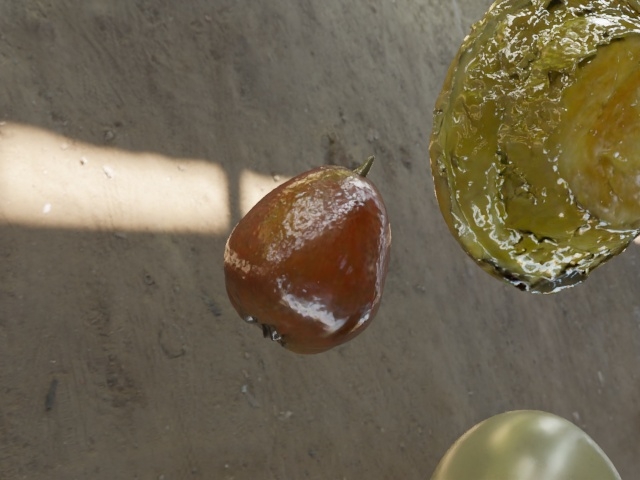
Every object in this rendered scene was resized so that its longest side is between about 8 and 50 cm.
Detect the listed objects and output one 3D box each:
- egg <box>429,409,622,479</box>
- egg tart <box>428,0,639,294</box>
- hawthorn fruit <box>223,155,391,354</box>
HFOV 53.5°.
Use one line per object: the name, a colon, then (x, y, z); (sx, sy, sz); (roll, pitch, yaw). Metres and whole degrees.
egg: (0.204, 0.308, 0.638); (0.219, 0.219, 0.269); (26, 82, -49)
egg tart: (0.267, -0.104, 0.639); (0.341, 0.132, 0.341); (-3, 99, -23)
hawthorn fruit: (0.000, 0.000, 0.713); (0.199, 0.199, 0.251); (42, 68, -38)
